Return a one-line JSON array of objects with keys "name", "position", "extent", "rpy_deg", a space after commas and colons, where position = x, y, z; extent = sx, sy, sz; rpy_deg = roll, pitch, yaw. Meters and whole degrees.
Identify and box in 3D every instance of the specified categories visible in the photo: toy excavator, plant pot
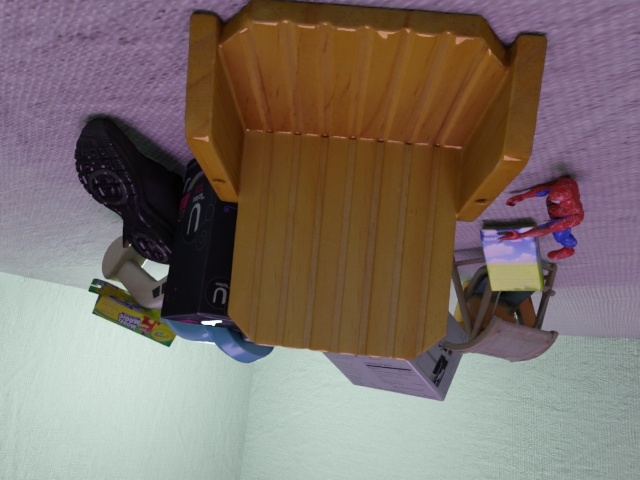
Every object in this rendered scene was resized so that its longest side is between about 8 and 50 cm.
[{"name": "toy excavator", "position": [-0.288, 0.105, 1.112], "extent": [0.445, 0.432, 0.222], "rpy_deg": [-30, 154, 15]}, {"name": "plant pot", "position": [0.548, 0.238, 1.564], "extent": [0.291, 0.203, 0.291], "rpy_deg": [5, 164, 1]}]

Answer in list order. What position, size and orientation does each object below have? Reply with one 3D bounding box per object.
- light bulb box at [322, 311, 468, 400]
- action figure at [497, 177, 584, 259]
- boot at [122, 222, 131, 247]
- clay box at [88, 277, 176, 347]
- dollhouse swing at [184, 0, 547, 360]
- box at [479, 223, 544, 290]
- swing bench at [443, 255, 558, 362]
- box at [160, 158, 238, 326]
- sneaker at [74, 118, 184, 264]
[{"name": "light bulb box", "position": [0.167, 0.255, 1.440], "extent": [0.358, 0.225, 0.361], "rpy_deg": [-8, 131, 48]}, {"name": "action figure", "position": [0.369, -0.030, 0.843], "extent": [0.139, 0.091, 0.280], "rpy_deg": [-10, 161, 19]}, {"name": "boot", "position": [-0.352, -0.048, 1.039], "extent": [0.115, 0.112, 0.305], "rpy_deg": [2, 166, -29]}, {"name": "clay box", "position": [-0.450, 0.169, 1.179], "extent": [0.222, 0.053, 0.127], "rpy_deg": [30, 180, -21]}, {"name": "dollhouse swing", "position": [0.029, -0.031, 0.567], "extent": [0.347, 0.304, 0.315], "rpy_deg": [6, 165, 2]}, {"name": "box", "position": [0.401, 0.032, 1.034], "extent": [0.109, 0.042, 0.178], "rpy_deg": [-4, 129, 28]}, {"name": "swing bench", "position": [0.455, 0.167, 1.232], "extent": [0.253, 0.254, 0.165], "rpy_deg": [16, 162, -34]}, {"name": "box", "position": [-0.144, 0.000, 0.798], "extent": [0.143, 0.270, 0.165], "rpy_deg": [15, 162, -33]}, {"name": "sneaker", "position": [-0.295, -0.088, 0.823], "extent": [0.109, 0.130, 0.286], "rpy_deg": [9, 141, 20]}]
